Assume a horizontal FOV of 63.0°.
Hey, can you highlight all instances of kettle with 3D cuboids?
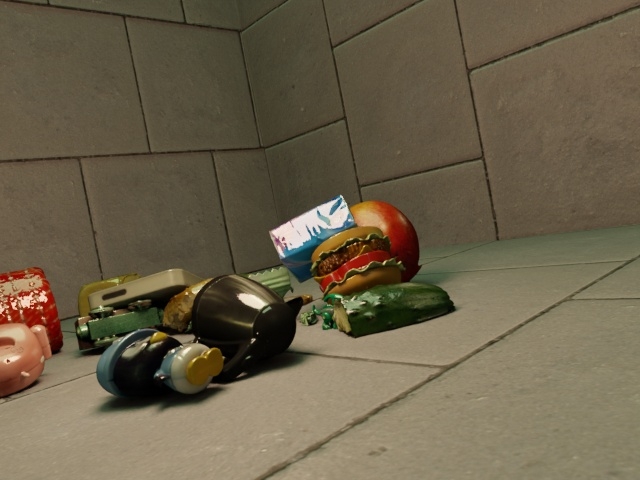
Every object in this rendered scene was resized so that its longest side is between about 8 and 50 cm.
[{"bbox_3d":[-0.176,0.195,1.231,0.251,0.207,0.271,-4,5,-40],"label":"kettle"}]

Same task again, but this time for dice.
[{"bbox_3d":[-0.907,0.279,2.308,0.227,0.233,0.238,-12,1,5],"label":"dice"}]

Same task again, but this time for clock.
[{"bbox_3d":[-0.893,0.336,1.443,0.227,0.142,0.241,-9,20,-12],"label":"clock"}]

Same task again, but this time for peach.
[{"bbox_3d":[0.207,0.035,1.919,0.370,0.370,0.370,-11,2,0],"label":"peach"}]

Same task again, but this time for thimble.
[{"bbox_3d":[-1.125,0.286,1.965,0.231,0.350,0.350,-13,3,-35],"label":"thimble"}]

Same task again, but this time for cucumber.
[{"bbox_3d":[0.201,0.166,1.366,0.325,0.105,0.145,-9,1,-11],"label":"cucumber"}]

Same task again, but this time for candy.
[{"bbox_3d":[-0.286,0.219,1.747,0.263,0.172,0.398,-7,-13,-33],"label":"candy"}]

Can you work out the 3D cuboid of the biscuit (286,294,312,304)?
[{"bbox_3d":[-0.153,0.243,2.011,0.249,0.035,0.184,-10,2,4],"label":"biscuit"}]

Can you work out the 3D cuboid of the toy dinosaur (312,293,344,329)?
[{"bbox_3d":[0.029,0.196,1.461,0.132,0.096,0.059,-6,4,39],"label":"toy dinosaur"}]

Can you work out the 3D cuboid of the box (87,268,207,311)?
[{"bbox_3d":[-0.646,0.210,2.025,0.367,0.090,0.373,-16,-14,4],"label":"box"}]

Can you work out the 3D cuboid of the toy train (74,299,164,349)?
[{"bbox_3d":[-0.719,0.305,1.871,0.304,0.150,0.221,-8,-10,-35],"label":"toy train"}]

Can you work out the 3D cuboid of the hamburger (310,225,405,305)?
[{"bbox_3d":[0.117,0.106,1.576,0.274,0.212,0.274,-17,-28,-9],"label":"hamburger"}]

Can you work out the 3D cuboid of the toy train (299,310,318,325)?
[{"bbox_3d":[-0.038,0.236,1.585,0.053,0.033,0.083,-16,1,10],"label":"toy train"}]

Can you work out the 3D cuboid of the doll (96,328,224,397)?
[{"bbox_3d":[-0.354,0.260,1.112,0.314,0.141,0.177,-6,8,29],"label":"doll"}]

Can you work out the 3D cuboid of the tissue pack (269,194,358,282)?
[{"bbox_3d":[0.000,0.000,1.691,0.263,0.146,0.198,-28,-32,4],"label":"tissue pack"}]

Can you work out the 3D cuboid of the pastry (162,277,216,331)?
[{"bbox_3d":[-0.438,0.240,1.898,0.257,0.121,0.236,-43,-19,30],"label":"pastry"}]
